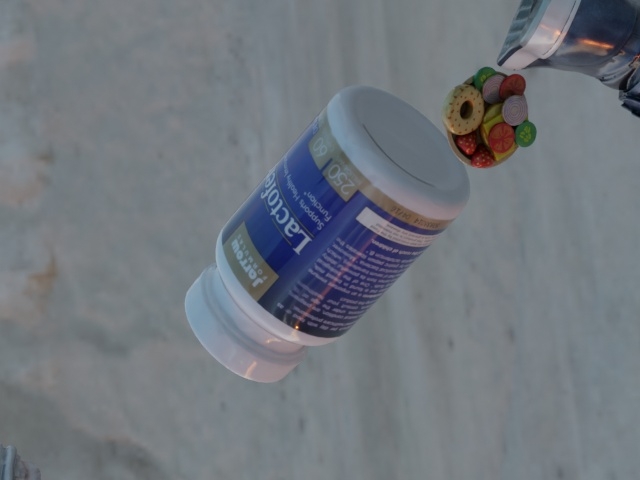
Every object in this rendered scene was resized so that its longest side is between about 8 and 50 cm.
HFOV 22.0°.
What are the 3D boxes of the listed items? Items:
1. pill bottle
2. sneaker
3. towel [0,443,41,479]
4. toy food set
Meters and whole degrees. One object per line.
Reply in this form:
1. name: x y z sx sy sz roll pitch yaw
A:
1. pill bottle: 0.000 0.000 1.491 0.265 0.153 0.153 -49 29 28
2. sneaker: 0.218 -0.138 1.188 0.226 0.163 0.086 -91 21 -82
3. towel: -0.279 0.274 0.900 0.053 0.317 0.332 48 -178 -19
4. toy food set: 0.137 -0.099 1.339 0.020 0.082 0.083 23 141 59
